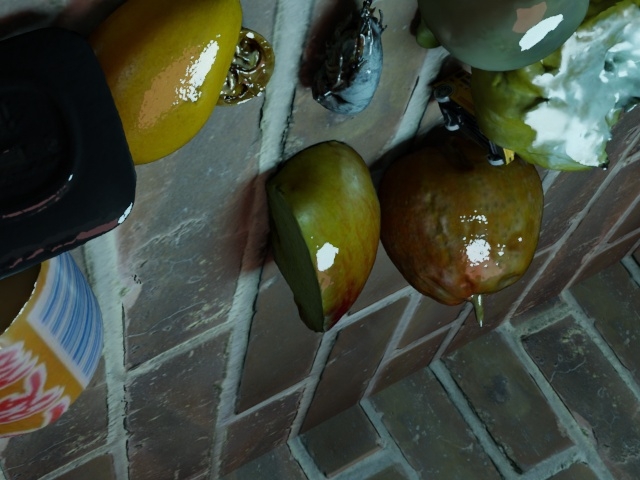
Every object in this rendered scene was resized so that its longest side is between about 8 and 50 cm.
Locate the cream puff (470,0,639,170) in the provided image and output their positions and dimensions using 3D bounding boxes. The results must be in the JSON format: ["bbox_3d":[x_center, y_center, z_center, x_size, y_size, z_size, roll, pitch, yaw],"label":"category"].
[{"bbox_3d":[0.304,-0.268,1.400,0.323,0.270,0.274,-46,128,8],"label":"cream puff"}]

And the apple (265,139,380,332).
[{"bbox_3d":[0.000,0.000,1.649,0.346,0.179,0.254,96,18,-66],"label":"apple"}]

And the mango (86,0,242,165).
[{"bbox_3d":[-0.158,-0.167,1.063,0.145,0.112,0.219,22,117,-42],"label":"mango"}]

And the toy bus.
[{"bbox_3d":[0.228,-0.176,1.550,0.074,0.162,0.069,-35,135,-9],"label":"toy bus"}]

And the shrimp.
[{"bbox_3d":[0.041,-0.226,1.291,0.233,0.079,0.090,108,7,-58],"label":"shrimp"}]

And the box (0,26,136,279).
[{"bbox_3d":[-0.278,-0.074,0.979,0.213,0.201,0.042,-21,-174,-13],"label":"box"}]

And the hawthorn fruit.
[{"bbox_3d":[0.229,-0.010,1.745,0.277,0.298,0.277,-11,170,-2],"label":"hawthorn fruit"}]

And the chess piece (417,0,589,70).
[{"bbox_3d":[0.078,-0.269,0.851,0.182,0.330,0.182,-30,160,-12],"label":"chess piece"}]

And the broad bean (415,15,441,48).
[{"bbox_3d":[0.150,-0.271,1.392,0.063,0.045,0.083,-30,168,-5],"label":"broad bean"}]

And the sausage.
[{"bbox_3d":[-0.359,0.065,1.131,0.233,0.233,0.287,-29,162,-11],"label":"sausage"}]

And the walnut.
[{"bbox_3d":[-0.101,-0.194,1.169,0.091,0.052,0.121,-43,153,6],"label":"walnut"}]
